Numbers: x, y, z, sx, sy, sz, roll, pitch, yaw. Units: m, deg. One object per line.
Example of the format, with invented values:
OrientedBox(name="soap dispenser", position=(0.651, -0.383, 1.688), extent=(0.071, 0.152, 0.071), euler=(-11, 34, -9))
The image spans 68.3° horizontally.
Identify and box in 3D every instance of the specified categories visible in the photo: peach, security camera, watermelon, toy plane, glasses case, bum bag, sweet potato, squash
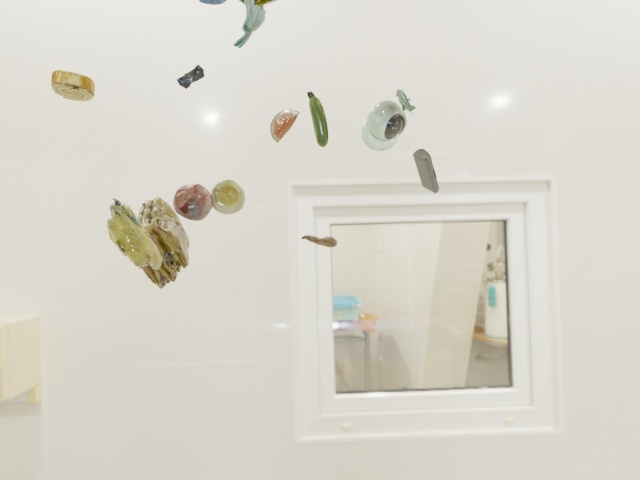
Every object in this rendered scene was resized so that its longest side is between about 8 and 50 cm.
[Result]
OrientedBox(name="peach", position=(-0.501, -0.141, 1.842), extent=(0.152, 0.152, 0.152), euler=(-1, -1, 0))
OrientedBox(name="security camera", position=(0.301, -0.554, 2.220), extent=(0.195, 0.194, 0.236), euler=(-1, -23, -10))
OrientedBox(name="watermelon", position=(-0.175, -0.513, 2.038), extent=(0.087, 0.163, 0.069), euler=(38, 4, 40))
OrientedBox(name="toy plane", position=(0.245, -0.405, 1.380), extent=(0.033, 0.083, 0.080), euler=(-31, 22, 35))
OrientedBox(name="glasses case", position=(0.395, -0.255, 1.747), extent=(0.072, 0.042, 0.190), euler=(47, -7, 41))
OrientedBox(name="bum bag", position=(-0.558, -0.706, 2.043), extent=(0.124, 0.058, 0.034), euler=(-31, 28, 3))
OrientedBox(name="sweet potato", position=(0.000, 0.000, 2.102), extent=(0.050, 0.050, 0.214), euler=(-1, 7, -43))
OrientedBox(name="squash", position=(-0.006, -0.545, 2.122), extent=(0.066, 0.252, 0.066), euler=(-12, 18, 4))

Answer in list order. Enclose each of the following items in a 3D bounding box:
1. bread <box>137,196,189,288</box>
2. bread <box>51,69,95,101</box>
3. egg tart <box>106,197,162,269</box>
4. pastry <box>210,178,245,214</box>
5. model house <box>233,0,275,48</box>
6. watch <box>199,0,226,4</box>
OrientedBox(name="bread", position=(-0.718, -0.004, 2.187), extent=(0.192, 0.314, 0.370), euler=(-17, 35, 12))
OrientedBox(name="bread", position=(-0.944, -0.583, 1.804), extent=(0.149, 0.073, 0.122), euler=(4, -14, -29))
OrientedBox(name="egg tart", position=(-0.663, -0.008, 1.632), extent=(0.107, 0.290, 0.291), euler=(-37, 17, -26))
OrientedBox(name="pastry", position=(-0.402, -0.189, 2.051), extent=(0.157, 0.156, 0.092), euler=(-1, 3, -19))
OrientedBox(name="model house", position=(-0.294, -0.859, 1.560), extent=(0.300, 0.340, 0.323), euler=(35, 14, 4))
OrientedBox(name="watch", position=(-0.401, -1.105, 1.862), extent=(0.241, 0.305, 0.274), euler=(37, -17, 34))
